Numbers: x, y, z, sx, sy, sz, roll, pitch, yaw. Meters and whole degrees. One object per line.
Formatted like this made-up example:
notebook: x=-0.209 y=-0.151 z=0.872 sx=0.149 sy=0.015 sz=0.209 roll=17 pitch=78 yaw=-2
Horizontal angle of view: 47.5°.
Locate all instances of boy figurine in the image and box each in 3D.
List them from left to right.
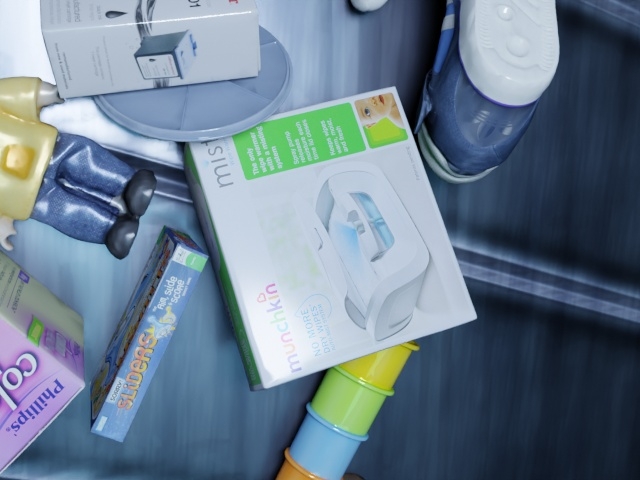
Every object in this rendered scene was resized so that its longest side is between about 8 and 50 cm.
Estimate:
boy figurine: x=-0.308 y=-0.086 z=0.716 sx=0.285 sy=0.092 sz=0.177 roll=26 pitch=91 yaw=-24

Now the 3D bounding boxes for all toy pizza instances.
toy pizza: x=-0.128 y=-0.164 z=0.733 sx=0.201 sy=0.201 sz=0.032 roll=-14 pitch=144 yaw=-16

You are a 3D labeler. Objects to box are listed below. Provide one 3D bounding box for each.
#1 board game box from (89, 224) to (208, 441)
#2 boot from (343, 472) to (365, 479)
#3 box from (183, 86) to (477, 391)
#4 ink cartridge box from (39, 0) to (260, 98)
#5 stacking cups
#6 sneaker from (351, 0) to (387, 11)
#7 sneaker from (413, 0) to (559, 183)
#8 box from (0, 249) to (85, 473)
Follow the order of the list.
board game box: x=-0.183 y=0.089 z=0.761 sx=0.035 sy=0.136 sz=0.201 roll=25 pitch=90 yaw=-20
boot: x=0.008 y=0.454 z=0.898 sx=0.112 sy=0.115 sz=0.305 roll=14 pitch=95 yaw=-22
box: x=0.000 y=0.000 z=0.773 sx=0.231 sy=0.127 sz=0.262 roll=-15 pitch=81 yaw=-15
ink cartridge box: x=-0.164 y=-0.219 z=0.701 sx=0.191 sy=0.139 sz=0.082 roll=-11 pitch=143 yaw=-11
stacking cups: x=0.001 y=0.240 z=0.878 sx=0.096 sy=0.096 sz=0.316 roll=29 pitch=93 yaw=-20
sneaker: x=0.119 y=-0.349 z=0.820 sx=0.095 sy=0.090 sz=0.235 roll=33 pitch=91 yaw=-35
sneaker: x=0.177 y=-0.221 z=0.824 sx=0.130 sy=0.236 sz=0.323 roll=12 pitch=62 yaw=-5
box: x=-0.346 y=0.065 z=0.662 sx=0.117 sy=0.213 sz=0.243 roll=-47 pitch=110 yaw=-6
